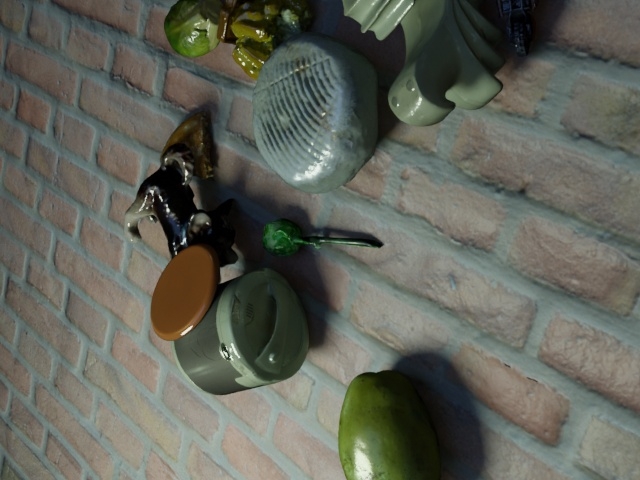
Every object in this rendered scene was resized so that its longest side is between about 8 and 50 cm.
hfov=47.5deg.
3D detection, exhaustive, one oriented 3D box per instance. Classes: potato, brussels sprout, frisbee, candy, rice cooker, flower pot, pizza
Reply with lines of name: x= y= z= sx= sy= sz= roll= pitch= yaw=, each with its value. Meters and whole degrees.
potato: x=0.142 y=0.429 z=1.535 sx=0.216 sy=0.216 sz=0.304 roll=-14 pitch=86 yaw=40
brussels sprout: x=-0.329 y=-0.565 z=1.915 sx=0.181 sy=0.144 sz=0.161 roll=5 pitch=62 yaw=52
frisbee: x=-0.329 y=0.120 z=1.743 sx=0.251 sy=0.021 sz=0.251 roll=-24 pitch=52 yaw=34
candy: x=-0.001 y=0.002 z=1.720 sx=0.323 sy=0.097 sz=0.097 roll=4 pitch=95 yaw=33
rice cooker: x=-0.186 y=0.222 z=1.758 sx=0.277 sy=0.288 sz=0.288 roll=-23 pitch=78 yaw=36
flower pot: x=0.204 y=-0.399 z=1.385 sx=0.164 sy=0.254 sz=0.367 roll=-42 pitch=67 yaw=56
pizza: x=-0.351 y=-0.234 z=2.005 sx=0.201 sy=0.053 sz=0.193 roll=-36 pitch=68 yaw=24

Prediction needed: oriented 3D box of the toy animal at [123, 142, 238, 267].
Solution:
toy animal: x=-0.342 y=-0.061 z=1.909 sx=0.344 sy=0.194 sz=0.302 roll=42 pitch=119 yaw=11

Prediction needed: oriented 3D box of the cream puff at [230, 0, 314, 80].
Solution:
cream puff: x=-0.130 y=-0.488 z=1.727 sx=0.195 sy=0.195 sz=0.221 roll=9 pitch=96 yaw=40

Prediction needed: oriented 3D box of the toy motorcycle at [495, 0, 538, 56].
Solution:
toy motorcycle: x=0.370 y=-0.451 z=1.355 sx=0.084 sy=0.118 sz=0.212 roll=-5 pitch=103 yaw=21

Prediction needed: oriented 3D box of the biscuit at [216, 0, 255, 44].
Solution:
biscuit: x=-0.188 y=-0.584 z=1.777 sx=0.034 sy=0.182 sz=0.215 roll=23 pitch=105 yaw=6

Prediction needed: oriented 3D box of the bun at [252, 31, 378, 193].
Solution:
bun: x=0.004 y=-0.285 z=1.609 sx=0.354 sy=0.194 sz=0.354 roll=6 pitch=99 yaw=42
